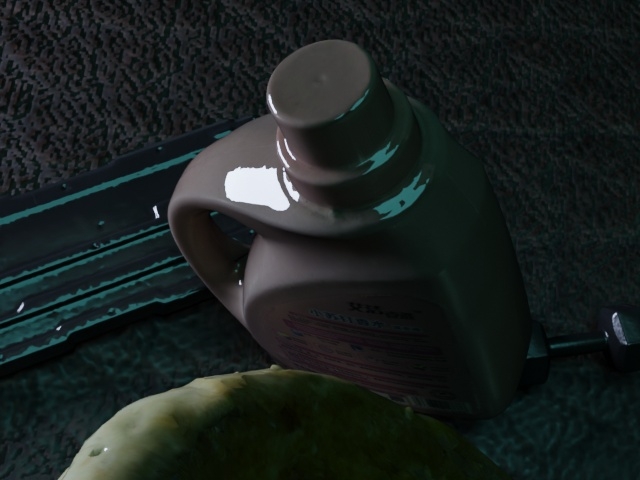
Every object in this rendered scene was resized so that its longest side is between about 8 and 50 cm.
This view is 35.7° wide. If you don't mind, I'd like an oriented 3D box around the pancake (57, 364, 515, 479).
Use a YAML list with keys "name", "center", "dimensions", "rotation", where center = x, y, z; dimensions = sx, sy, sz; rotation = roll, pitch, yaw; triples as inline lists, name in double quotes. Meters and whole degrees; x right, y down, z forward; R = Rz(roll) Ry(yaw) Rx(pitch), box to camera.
- name: "pancake"
  center: [0.028, 0.200, 0.356]
  dimensions: [0.356, 0.065, 0.356]
  rotation: [26, 41, -25]

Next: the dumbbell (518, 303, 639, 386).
- name: "dumbbell"
  center: [0.139, 0.058, 0.547]
  dimensions: [0.083, 0.040, 0.036]
  rotation: [-7, 34, -6]

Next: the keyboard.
- name: "keyboard"
  center: [-0.131, 0.008, 0.563]
  dimensions: [0.262, 0.016, 0.106]
  rotation: [-21, 68, -12]

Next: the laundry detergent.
- name: "laundry detergent"
  center: [0.000, 0.000, 0.454]
  dimensions: [0.171, 0.237, 0.076]
  rotation: [9, 64, 26]
